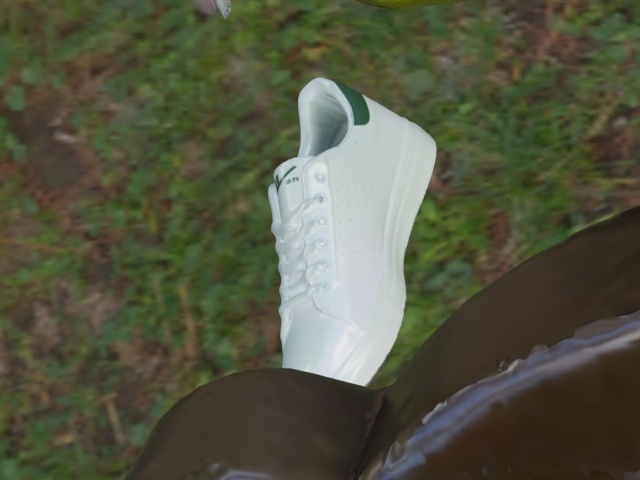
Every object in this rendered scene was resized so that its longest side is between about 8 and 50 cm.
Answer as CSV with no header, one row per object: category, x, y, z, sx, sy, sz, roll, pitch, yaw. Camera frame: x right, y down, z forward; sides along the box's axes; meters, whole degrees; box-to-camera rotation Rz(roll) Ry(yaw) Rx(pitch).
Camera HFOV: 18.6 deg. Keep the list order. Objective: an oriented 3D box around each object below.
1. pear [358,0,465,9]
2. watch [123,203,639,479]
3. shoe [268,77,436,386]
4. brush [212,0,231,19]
pear,0.046,-0.118,0.505,0.131,0.107,0.107,-37,78,12
watch,0.116,0.150,0.328,0.314,0.327,0.335,29,130,-15
shoe,0.000,0.000,1.356,0.110,0.265,0.095,39,135,-24
brush,-0.098,-0.282,1.384,0.013,0.272,0.103,-6,54,10
